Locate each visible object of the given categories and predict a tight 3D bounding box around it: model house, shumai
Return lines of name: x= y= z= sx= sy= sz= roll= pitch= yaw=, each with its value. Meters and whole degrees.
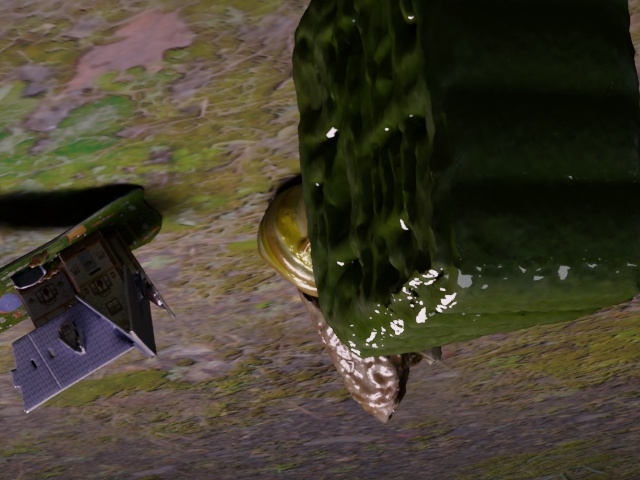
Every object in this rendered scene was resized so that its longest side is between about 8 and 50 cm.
model house: x=-0.174 y=0.052 z=1.392 sx=0.167 sy=0.088 sz=0.117 roll=-31 pitch=163 yaw=-4
shumai: x=0.055 y=0.064 z=1.576 sx=0.116 sy=0.145 sz=0.145 roll=-29 pitch=162 yaw=2

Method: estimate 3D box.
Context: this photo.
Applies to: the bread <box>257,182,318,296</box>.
bread: x=0.000 y=0.000 z=1.403 sx=0.094 sy=0.083 sz=0.157 roll=9 pitch=165 yaw=3

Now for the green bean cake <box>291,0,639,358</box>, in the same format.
green bean cake: x=0.067 y=-0.058 z=0.939 sx=0.125 sy=0.222 sz=0.248 roll=-1 pitch=167 yaw=-13
